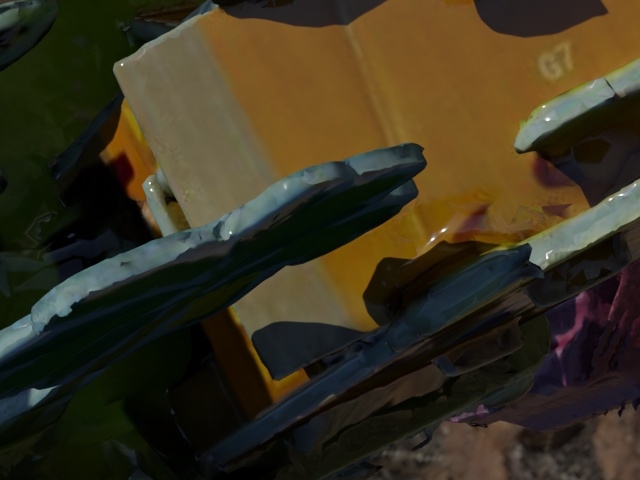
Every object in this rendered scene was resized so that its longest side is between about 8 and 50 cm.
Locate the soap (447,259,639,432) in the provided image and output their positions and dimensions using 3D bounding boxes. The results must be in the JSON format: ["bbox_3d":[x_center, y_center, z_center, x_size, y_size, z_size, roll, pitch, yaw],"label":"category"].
[{"bbox_3d":[0.171,0.062,1.372,0.289,0.112,0.182,-30,57,52],"label":"soap"}]

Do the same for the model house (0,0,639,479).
[{"bbox_3d":[0.002,-0.057,0.576,0.313,0.358,0.242,-42,72,48],"label":"model house"}]
